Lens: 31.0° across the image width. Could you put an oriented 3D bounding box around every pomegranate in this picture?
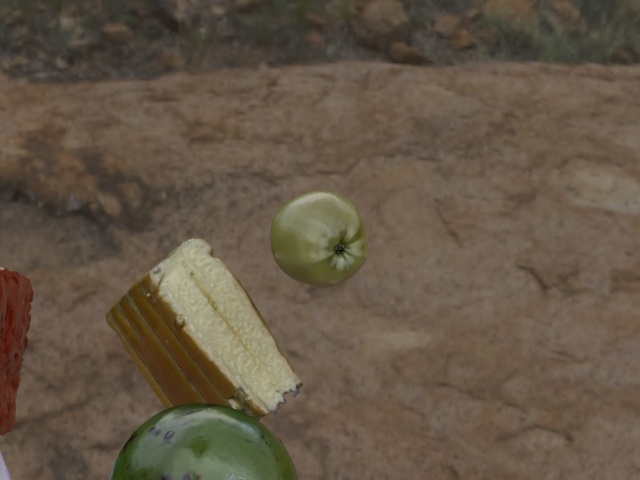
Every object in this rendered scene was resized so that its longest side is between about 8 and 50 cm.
[{"bbox_3d":[-0.113,0.264,1.065,0.202,0.202,0.248,8,40,7],"label":"pomegranate"}]

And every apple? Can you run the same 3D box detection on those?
[{"bbox_3d":[0.000,0.000,2.174,0.200,0.200,0.200,2,38,-1],"label":"apple"}]

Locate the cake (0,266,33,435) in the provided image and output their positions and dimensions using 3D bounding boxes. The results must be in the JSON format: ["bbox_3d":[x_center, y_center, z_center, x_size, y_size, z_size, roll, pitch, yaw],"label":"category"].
[{"bbox_3d":[-0.579,0.137,1.587,0.319,0.270,0.269,6,83,-4],"label":"cake"}]

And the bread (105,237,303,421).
[{"bbox_3d":[-0.151,0.139,1.474,0.111,0.239,0.246,-35,90,-29],"label":"bread"}]

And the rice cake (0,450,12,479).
[{"bbox_3d":[-0.209,0.027,0.529,0.050,0.106,0.298,-13,70,-36],"label":"rice cake"}]
